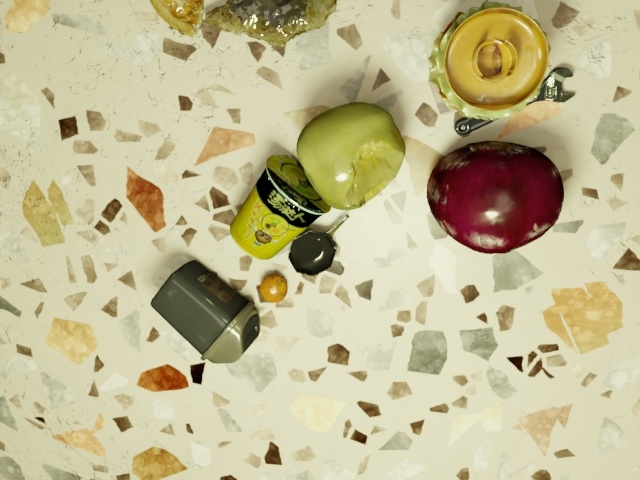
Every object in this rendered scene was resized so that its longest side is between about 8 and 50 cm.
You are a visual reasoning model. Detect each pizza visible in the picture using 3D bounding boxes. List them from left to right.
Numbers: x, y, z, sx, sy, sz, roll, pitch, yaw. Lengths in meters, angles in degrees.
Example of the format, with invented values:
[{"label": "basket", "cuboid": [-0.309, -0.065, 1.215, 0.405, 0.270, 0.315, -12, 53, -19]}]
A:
[{"label": "pizza", "cuboid": [-0.352, -0.619, 1.874, 0.161, 0.062, 0.182, -28, 99, 14]}]

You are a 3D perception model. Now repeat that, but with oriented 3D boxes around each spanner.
[{"label": "spanner", "cuboid": [0.492, -0.339, 1.856, 0.316, 0.024, 0.087, -24, 107, 14]}]

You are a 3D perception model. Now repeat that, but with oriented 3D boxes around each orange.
[{"label": "orange", "cuboid": [-0.131, 0.134, 2.058, 0.084, 0.083, 0.083, 2, 107, 8]}]

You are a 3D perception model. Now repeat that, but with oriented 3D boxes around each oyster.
[{"label": "oyster", "cuboid": [-0.131, -0.571, 1.830, 0.341, 0.110, 0.166, 8, 107, 6]}]

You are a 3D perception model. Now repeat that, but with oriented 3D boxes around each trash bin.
[{"label": "trash bin", "cuboid": [-0.309, 0.204, 2.043, 0.290, 0.209, 0.182, 41, 110, 1]}]

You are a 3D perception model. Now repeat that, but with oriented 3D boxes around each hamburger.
[{"label": "hamburger", "cuboid": [0.395, -0.423, 1.742, 0.274, 0.212, 0.274, 0, 100, -1]}]

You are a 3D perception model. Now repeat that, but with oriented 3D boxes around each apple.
[{"label": "apple", "cuboid": [0.071, -0.213, 1.832, 0.279, 0.279, 0.279, 2, 107, 8]}]

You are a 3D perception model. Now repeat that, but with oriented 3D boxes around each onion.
[{"label": "onion", "cuboid": [0.433, -0.097, 1.820, 0.337, 0.260, 0.281, 6, 112, 6]}]

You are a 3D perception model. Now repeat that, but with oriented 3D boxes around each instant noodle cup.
[{"label": "instant noodle cup", "cuboid": [-0.119, -0.077, 1.940, 0.215, 0.215, 0.236, 41, 117, -5]}]

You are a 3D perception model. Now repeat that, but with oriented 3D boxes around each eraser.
[{"label": "eraser", "cuboid": [0.320, -0.376, 1.867, 0.065, 0.026, 0.105, -18, 103, 10]}]

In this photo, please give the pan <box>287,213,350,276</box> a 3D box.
[{"label": "pan", "cuboid": [0.008, 0.013, 2.016, 0.202, 0.048, 0.128, -26, 115, 3]}]
